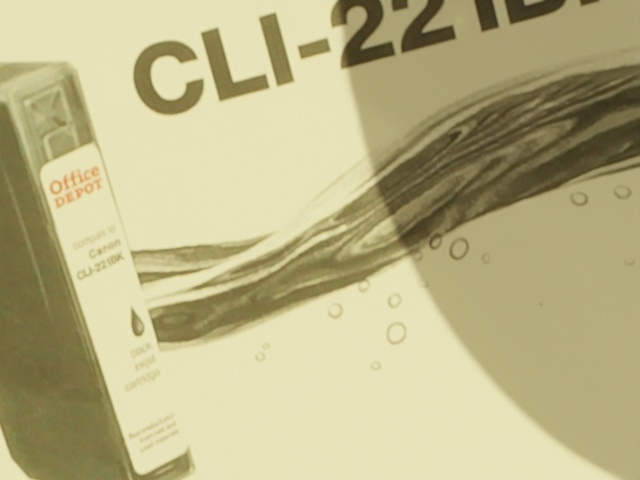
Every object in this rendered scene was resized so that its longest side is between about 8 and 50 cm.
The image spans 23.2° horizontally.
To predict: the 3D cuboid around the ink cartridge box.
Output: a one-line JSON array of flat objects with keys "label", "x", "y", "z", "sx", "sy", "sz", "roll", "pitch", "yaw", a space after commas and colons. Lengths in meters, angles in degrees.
[{"label": "ink cartridge box", "x": 0.000, "y": 0.000, "z": 0.376, "sx": 0.114, "sy": 0.197, "sz": 0.272, "roll": -91, "pitch": 166, "yaw": -78}]
